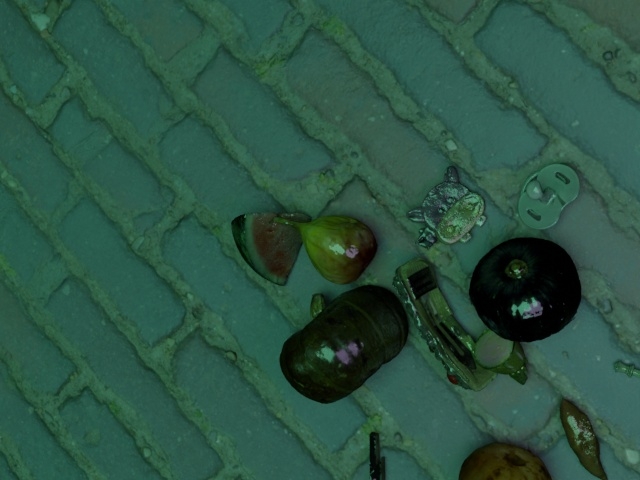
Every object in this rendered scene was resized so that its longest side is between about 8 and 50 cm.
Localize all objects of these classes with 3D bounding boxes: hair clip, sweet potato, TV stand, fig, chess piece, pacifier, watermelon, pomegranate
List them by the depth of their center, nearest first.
[{"bbox_3d":[0.662,0.277,1.686,0.093,0.042,0.042,19,99,26],"label":"chess piece"},{"bbox_3d":[0.468,-0.103,1.701,0.150,0.116,0.127,-50,50,20],"label":"pacifier"},{"bbox_3d":[0.388,0.548,1.718,0.215,0.215,0.215,1,93,21],"label":"pomegranate"},{"bbox_3d":[0.565,0.432,1.720,0.068,0.060,0.206,-20,96,52],"label":"sweet potato"},{"bbox_3d":[0.263,0.197,1.796,0.321,0.138,0.091,58,139,8],"label":"hair clip"},{"bbox_3d":[0.284,-0.054,1.804,0.146,0.056,0.187,41,103,7],"label":"hair clip"},{"bbox_3d":[0.000,0.000,1.855,0.257,0.159,0.159,23,100,12],"label":"fig"},{"bbox_3d":[0.131,0.581,1.902,0.042,0.036,0.249,0,92,22],"label":"TV stand"},{"bbox_3d":[-0.119,0.013,1.930,0.202,0.136,0.207,-30,97,25],"label":"watermelon"}]

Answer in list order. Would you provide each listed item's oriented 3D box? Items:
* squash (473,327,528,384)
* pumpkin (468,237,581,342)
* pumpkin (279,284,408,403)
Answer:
[{"bbox_3d":[0.415,0.258,1.752,0.105,0.132,0.105,-33,39,31],"label":"squash"},{"bbox_3d":[0.426,0.102,1.668,0.233,0.233,0.163,-7,135,21],"label":"pumpkin"},{"bbox_3d":[0.028,0.229,1.827,0.325,0.232,0.242,-43,75,14],"label":"pumpkin"}]
